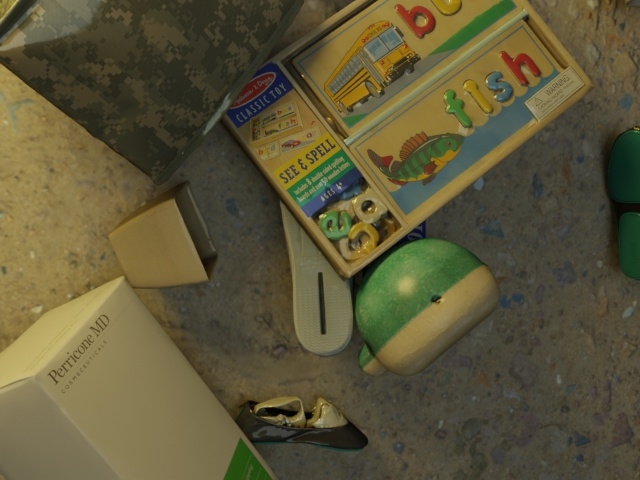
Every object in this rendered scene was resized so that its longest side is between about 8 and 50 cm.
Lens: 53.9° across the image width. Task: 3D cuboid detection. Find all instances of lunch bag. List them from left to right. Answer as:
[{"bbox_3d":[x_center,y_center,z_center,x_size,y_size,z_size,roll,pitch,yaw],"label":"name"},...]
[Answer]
[{"bbox_3d":[-0.179,-0.250,0.664,0.287,0.169,0.235,-47,134,1],"label":"lunch bag"}]

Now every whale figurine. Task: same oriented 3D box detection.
[{"bbox_3d":[0.124,0.085,0.828,0.216,0.272,0.141,-39,77,-5],"label":"whale figurine"}]

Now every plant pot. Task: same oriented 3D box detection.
[{"bbox_3d":[-0.196,0.002,0.780,0.096,0.109,0.108,-20,107,2],"label":"plant pot"}]

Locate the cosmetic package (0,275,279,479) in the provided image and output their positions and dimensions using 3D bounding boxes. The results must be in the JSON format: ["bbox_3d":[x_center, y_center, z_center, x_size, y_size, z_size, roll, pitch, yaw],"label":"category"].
[{"bbox_3d":[-0.224,0.254,0.755,0.155,0.197,0.365,-22,112,23],"label":"cosmetic package"}]

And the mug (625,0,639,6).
[{"bbox_3d":[0.466,-0.485,0.783,0.375,0.276,0.327,-9,99,4],"label":"mug"}]

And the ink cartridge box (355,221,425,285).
[{"bbox_3d":[0.095,-0.040,0.880,0.097,0.046,0.206,-6,104,-14],"label":"ink cartridge box"}]

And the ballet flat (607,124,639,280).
[{"bbox_3d":[0.502,-0.061,0.983,0.087,0.083,0.247,-21,108,-36],"label":"ballet flat"}]

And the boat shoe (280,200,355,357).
[{"bbox_3d":[0.000,0.000,0.835,0.109,0.094,0.301,2,86,0],"label":"boat shoe"}]

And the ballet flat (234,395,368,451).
[{"bbox_3d":[-0.022,0.259,0.901,0.203,0.074,0.074,9,99,-15],"label":"ballet flat"}]

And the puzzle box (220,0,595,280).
[{"bbox_3d":[0.107,-0.178,0.789,0.409,0.052,0.272,-38,88,-9],"label":"puzzle box"}]
